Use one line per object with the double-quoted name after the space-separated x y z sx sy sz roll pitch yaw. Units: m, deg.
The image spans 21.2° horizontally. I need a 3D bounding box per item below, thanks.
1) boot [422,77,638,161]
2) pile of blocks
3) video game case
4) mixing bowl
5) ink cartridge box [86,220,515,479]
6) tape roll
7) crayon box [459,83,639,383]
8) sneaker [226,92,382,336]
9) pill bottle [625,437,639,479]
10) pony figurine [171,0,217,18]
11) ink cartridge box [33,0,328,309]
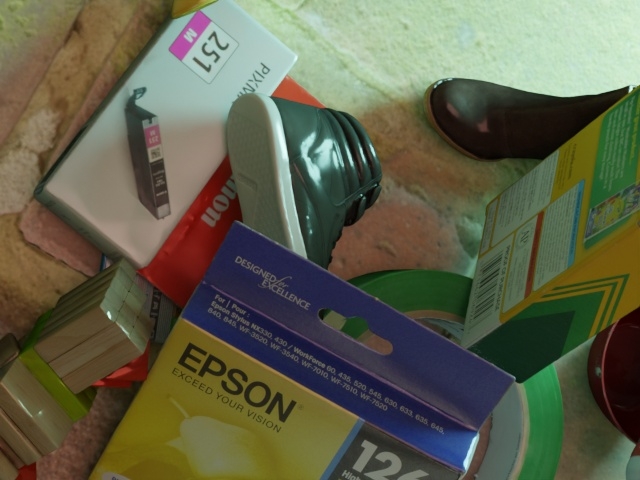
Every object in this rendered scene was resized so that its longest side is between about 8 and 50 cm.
0.254 -0.134 1.766 0.248 0.207 0.090 19 69 -24 "boot"
-0.289 0.174 1.593 0.362 0.149 0.113 -38 106 -3 "pile of blocks"
-0.141 0.046 1.716 0.166 0.015 0.119 10 85 -21 "video game case"
0.359 0.139 1.865 0.181 0.098 0.182 0 89 -23 "mixing bowl"
-0.024 0.183 1.609 0.303 0.072 0.307 29 119 -2 "ink cartridge box"
0.095 0.190 1.773 0.321 0.077 0.321 1 88 -21 "tape roll"
0.274 -0.020 1.657 0.083 0.323 0.203 30 49 -17 "crayon box"
0.000 0.000 1.678 0.146 0.104 0.296 -6 89 -38 "sneaker"
0.479 0.135 1.749 0.210 0.210 0.363 34 76 -18 "pill bottle"
-0.068 -0.436 1.626 0.351 0.303 0.364 -23 94 0 "pony figurine"
-0.109 -0.079 1.697 0.239 0.060 0.275 39 72 -13 "ink cartridge box"
